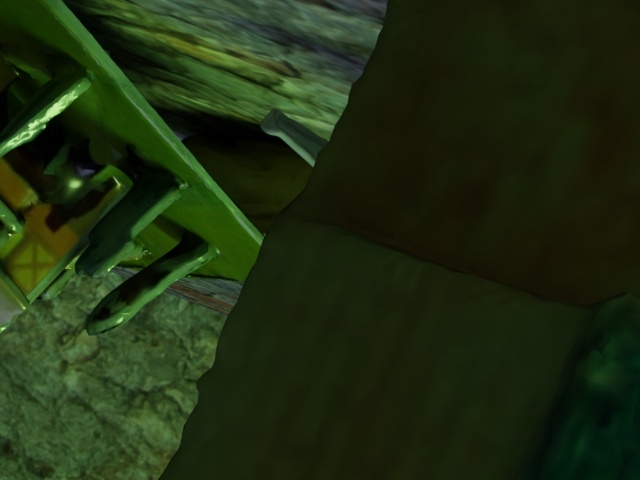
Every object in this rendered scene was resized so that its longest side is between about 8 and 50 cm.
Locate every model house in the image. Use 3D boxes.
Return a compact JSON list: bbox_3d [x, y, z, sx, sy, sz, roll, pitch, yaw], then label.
[{"bbox_3d":[-0.234,0.036,1.126,0.242,0.313,0.358,47,162,-21],"label":"model house"},{"bbox_3d":[0.136,0.070,0.644,0.280,0.312,0.245,19,169,26],"label":"model house"}]

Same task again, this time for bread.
[{"bbox_3d":[0.000,0.000,1.284,0.210,0.099,0.235,28,175,-32],"label":"bread"}]

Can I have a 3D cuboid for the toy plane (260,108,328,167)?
[{"bbox_3d":[0.087,0.009,0.935,0.251,0.101,0.255,30,-158,-15],"label":"toy plane"}]
